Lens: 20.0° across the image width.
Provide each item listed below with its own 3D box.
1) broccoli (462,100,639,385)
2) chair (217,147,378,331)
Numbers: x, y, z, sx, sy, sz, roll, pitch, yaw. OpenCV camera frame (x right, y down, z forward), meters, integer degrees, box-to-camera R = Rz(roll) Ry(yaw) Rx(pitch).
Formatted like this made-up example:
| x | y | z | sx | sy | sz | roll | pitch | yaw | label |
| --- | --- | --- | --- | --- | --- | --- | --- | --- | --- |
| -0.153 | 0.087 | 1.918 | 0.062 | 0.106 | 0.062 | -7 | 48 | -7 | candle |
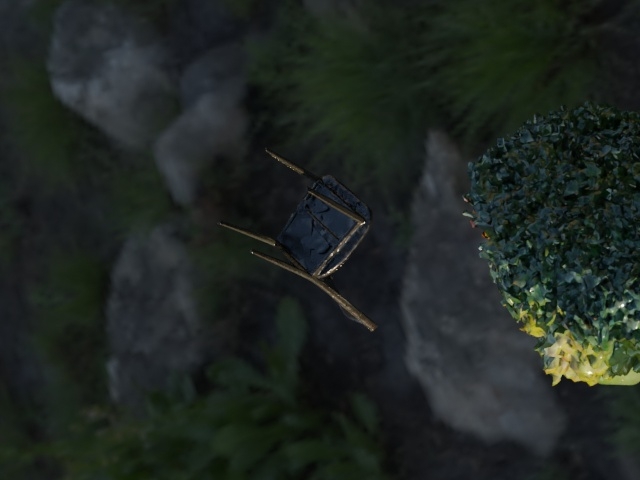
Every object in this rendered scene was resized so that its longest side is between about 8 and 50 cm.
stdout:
| x | y | z | sx | sy | sz | roll | pitch | yaw | label |
| --- | --- | --- | --- | --- | --- | --- | --- | --- | --- |
| 0.190 | 0.023 | 1.118 | 0.220 | 0.194 | 0.194 | 46 | 137 | 33 | broccoli |
| 0.002 | -0.001 | 0.700 | 0.042 | 0.086 | 0.037 | -49 | 51 | 4 | chair |
